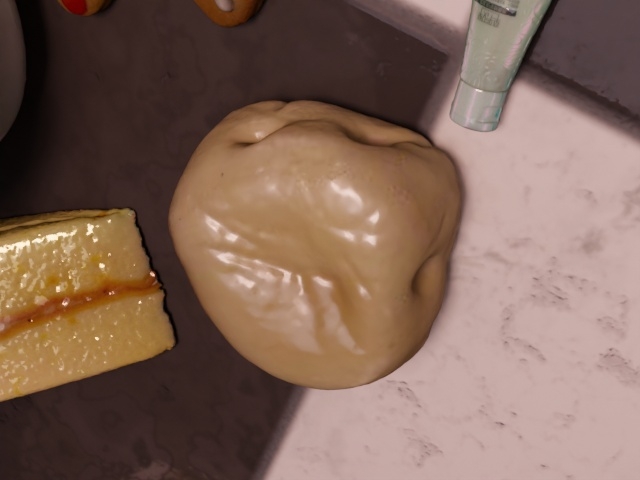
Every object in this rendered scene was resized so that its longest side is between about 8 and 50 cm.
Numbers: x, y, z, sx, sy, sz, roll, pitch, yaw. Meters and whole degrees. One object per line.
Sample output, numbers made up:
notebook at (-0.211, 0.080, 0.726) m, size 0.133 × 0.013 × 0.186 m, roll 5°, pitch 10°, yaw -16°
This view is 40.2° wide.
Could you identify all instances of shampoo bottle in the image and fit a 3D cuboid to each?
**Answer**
shampoo bottle at (0.124, -0.161, 0.562) m, size 0.069 × 0.041 × 0.190 m, roll 30°, pitch 126°, yaw 27°

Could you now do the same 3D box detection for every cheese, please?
cheese at (0.000, 0.000, 0.658) m, size 0.235 × 0.117 × 0.218 m, roll 47°, pitch 123°, yaw -5°

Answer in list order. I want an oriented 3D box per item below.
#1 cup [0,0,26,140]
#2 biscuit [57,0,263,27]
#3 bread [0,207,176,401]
cup at (-0.379, -0.174, 0.722) m, size 0.347 × 0.163 × 0.347 m, roll 13°, pitch 122°, yaw 23°
biscuit at (-0.169, -0.263, 0.656) m, size 0.302 × 0.049 × 0.196 m, roll 18°, pitch 118°, yaw 19°
bread at (-0.296, 0.072, 0.808) m, size 0.264 × 0.163 × 0.167 m, roll -7°, pitch 109°, yaw 28°
